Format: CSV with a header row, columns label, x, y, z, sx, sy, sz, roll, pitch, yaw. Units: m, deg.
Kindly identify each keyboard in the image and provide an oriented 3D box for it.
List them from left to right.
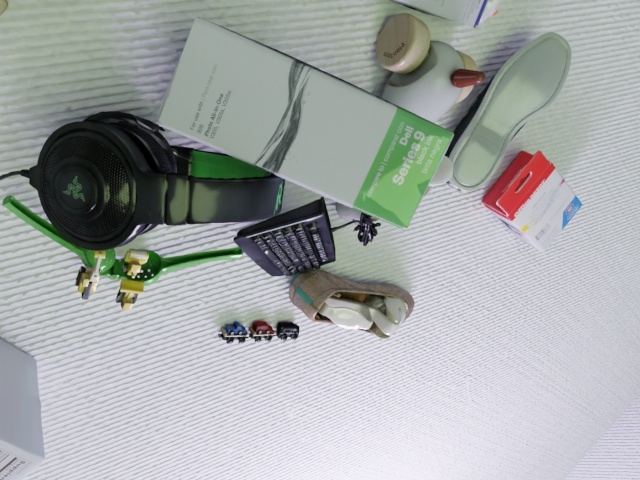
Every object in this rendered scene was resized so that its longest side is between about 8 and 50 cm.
label,x,y,z,sx,sy,sz,roll,pitch,yaw
keyboard,0.000,0.000,0.783,0.202,0.033,0.317,-22,168,0

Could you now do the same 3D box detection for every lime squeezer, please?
label,x,y,z,sx,sy,sz,roll,pitch,yaw
lime squeezer,-0.269,0.020,0.736,0.311,0.058,0.110,15,151,-34

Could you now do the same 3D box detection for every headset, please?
label,x,y,z,sx,sy,sz,roll,pitch,yaw
headset,-0.234,-0.101,0.604,0.395,0.243,0.185,3,105,-13

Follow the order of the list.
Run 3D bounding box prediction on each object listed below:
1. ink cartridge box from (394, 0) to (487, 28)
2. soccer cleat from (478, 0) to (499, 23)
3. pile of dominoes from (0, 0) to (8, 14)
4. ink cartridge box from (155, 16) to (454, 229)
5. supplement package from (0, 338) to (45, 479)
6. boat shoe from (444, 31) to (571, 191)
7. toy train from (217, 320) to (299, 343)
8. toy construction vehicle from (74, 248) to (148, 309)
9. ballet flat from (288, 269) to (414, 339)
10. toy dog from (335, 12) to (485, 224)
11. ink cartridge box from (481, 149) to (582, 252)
label,x,y,z,sx,sy,sz,roll,pitch,yaw
ink cartridge box,0.108,-0.412,0.722,0.333,0.065,0.165,6,114,-32
soccer cleat,0.260,-0.428,0.810,0.076,0.068,0.196,16,107,-22
pile of dominoes,-0.342,-0.353,0.501,0.196,0.040,0.251,-47,131,2
ink cartridge box,-0.017,-0.142,0.643,0.290,0.211,0.121,23,105,-8
supplement package,-0.504,0.200,0.628,0.198,0.199,0.262,-40,130,-4
boat shoe,0.310,-0.225,0.944,0.114,0.091,0.302,38,96,-13
toy train,-0.106,0.161,0.959,0.159,0.027,0.036,4,112,-33
toy construction vehicle,-0.272,0.053,0.713,0.086,0.035,0.098,13,123,-34
ballet flat,0.082,0.134,1.005,0.316,0.106,0.107,13,110,-36
toy dog,0.146,-0.164,0.830,0.220,0.161,0.333,-10,122,-26
ink cartridge box,0.423,-0.086,1.098,0.231,0.078,0.134,33,97,-40
